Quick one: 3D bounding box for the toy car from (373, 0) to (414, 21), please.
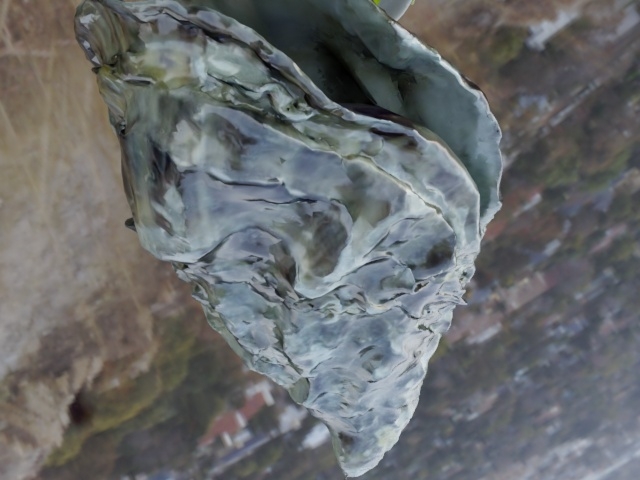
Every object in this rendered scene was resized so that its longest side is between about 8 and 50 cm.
[{"bbox_3d":[-0.023,-0.271,0.939,0.198,0.248,0.204,-88,-165,-76],"label":"toy car"}]

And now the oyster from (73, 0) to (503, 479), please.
[{"bbox_3d":[-0.001,0.002,0.530,0.158,0.162,0.351,-35,139,-18],"label":"oyster"}]
